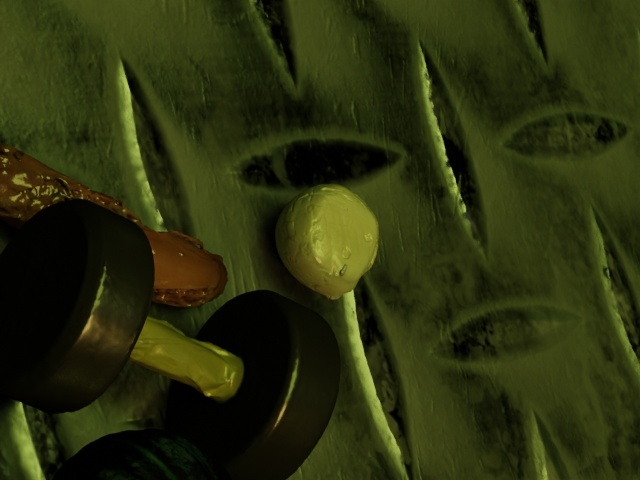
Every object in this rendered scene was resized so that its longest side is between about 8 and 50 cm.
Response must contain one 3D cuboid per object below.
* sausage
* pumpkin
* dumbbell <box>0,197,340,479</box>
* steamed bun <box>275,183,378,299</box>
[{"bbox_3d":[-0.220,-0.005,2.028,0.326,0.079,0.087,29,28,-33],"label":"sausage"},{"bbox_3d":[-0.147,0.303,1.817,0.248,0.248,0.248,20,59,-38],"label":"pumpkin"},{"bbox_3d":[-0.155,0.107,1.947,0.322,0.203,0.204,27,55,-35],"label":"dumbbell"},{"bbox_3d":[0.000,0.000,2.233,0.112,0.091,0.130,36,49,-26],"label":"steamed bun"}]
